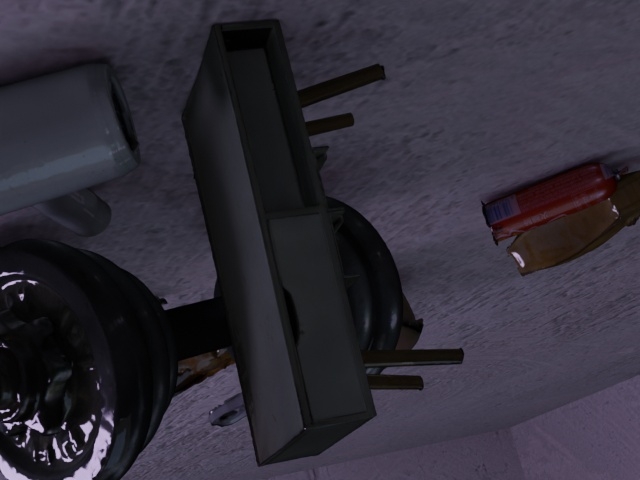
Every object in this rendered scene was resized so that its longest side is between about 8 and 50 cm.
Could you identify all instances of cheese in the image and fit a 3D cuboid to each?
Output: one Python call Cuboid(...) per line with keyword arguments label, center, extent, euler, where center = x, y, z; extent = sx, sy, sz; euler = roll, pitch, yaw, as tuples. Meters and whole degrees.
Cuboid(label="cheese", center=(-0.013, 0.149, 1.316), extent=(0.286, 0.082, 0.163), euler=(-32, 155, 11))

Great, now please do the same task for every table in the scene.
Cuboid(label="table", center=(0.000, 0.000, 0.667), extent=(0.111, 0.240, 0.121), euler=(-8, 163, -19))

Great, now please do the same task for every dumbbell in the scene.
Cuboid(label="dumbbell", center=(-0.091, 0.066, 0.822), extent=(0.179, 0.179, 0.406), euler=(-28, 170, 37))

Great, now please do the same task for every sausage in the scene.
Cuboid(label="sausage", center=(0.230, -0.042, 1.072), extent=(0.145, 0.048, 0.050), euler=(-23, 167, 17))

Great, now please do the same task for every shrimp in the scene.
Cuboid(label="shrimp", center=(-0.182, 0.156, 1.337), extent=(0.289, 0.075, 0.178), euler=(-28, 166, -2))

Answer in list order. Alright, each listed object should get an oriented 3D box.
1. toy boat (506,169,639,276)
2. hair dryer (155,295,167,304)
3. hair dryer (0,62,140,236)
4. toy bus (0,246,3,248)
Cuboid(label="toy boat", center=(0.273, -0.019, 1.159), extent=(0.072, 0.064, 0.206), euler=(-26, 174, -35))
Cuboid(label="hair dryer", center=(-0.232, 0.066, 1.030), extent=(0.199, 0.067, 0.167), euler=(-20, 160, -19))
Cuboid(label="hair dryer", center=(-0.168, -0.036, 0.716), extent=(0.131, 0.073, 0.236), euler=(-16, 166, 0))
Cuboid(label="toy bus", center=(-0.281, 0.107, 0.888), extent=(0.126, 0.136, 0.209), euler=(36, 139, -19))
